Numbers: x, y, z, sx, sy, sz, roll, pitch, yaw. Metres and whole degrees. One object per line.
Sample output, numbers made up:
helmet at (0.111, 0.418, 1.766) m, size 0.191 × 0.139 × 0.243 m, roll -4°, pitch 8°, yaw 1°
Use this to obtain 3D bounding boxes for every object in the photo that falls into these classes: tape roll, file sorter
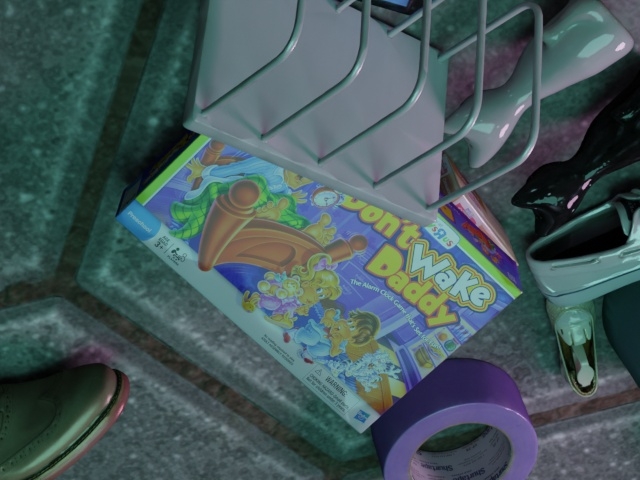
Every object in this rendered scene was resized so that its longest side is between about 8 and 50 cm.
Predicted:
tape roll at (0.159, 0.236, 2.002) m, size 0.189 × 0.080 × 0.189 m, roll -7°, pitch 130°, yaw -8°
file sorter at (0.045, -0.169, 1.536) m, size 0.277 × 0.193 × 0.173 m, roll 21°, pitch 149°, yaw -28°

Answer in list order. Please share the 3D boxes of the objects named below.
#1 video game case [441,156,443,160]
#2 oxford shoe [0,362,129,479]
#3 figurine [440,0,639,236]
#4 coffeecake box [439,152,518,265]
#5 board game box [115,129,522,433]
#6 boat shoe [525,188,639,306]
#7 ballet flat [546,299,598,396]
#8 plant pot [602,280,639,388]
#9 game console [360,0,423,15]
video game case at (0.060, -0.087, 1.763) m, size 0.122 × 0.011 × 0.087 m, roll -27°, pitch 130°, yaw 8°
oxford shoe at (-0.377, 0.211, 1.831) m, size 0.348 × 0.123 × 0.130 m, roll -27°, pitch 124°, yaw 7°
figurine at (0.248, -0.124, 1.707) m, size 0.209 × 0.092 × 0.215 m, roll -42°, pitch 125°, yaw 10°
coffeecake box at (0.097, 0.012, 1.807) m, size 0.185 × 0.068 × 0.142 m, roll -30°, pitch 133°, yaw 13°
board game box at (0.000, 0.000, 1.698) m, size 0.347 × 0.078 × 0.233 m, roll 42°, pitch 107°, yaw -15°
boat shoe at (0.349, -0.012, 1.836) m, size 0.258 × 0.095 × 0.084 m, roll -29°, pitch 133°, yaw 9°
ballet flat at (0.302, 0.116, 1.955) m, size 0.057 × 0.052 × 0.168 m, roll -18°, pitch 130°, yaw 2°
plant pot at (0.496, 0.128, 1.892) m, size 0.293 × 0.235 × 0.293 m, roll -7°, pitch 129°, yaw -8°
game console at (0.074, -0.256, 1.591) m, size 0.122 × 0.071 × 0.107 m, roll 13°, pitch 124°, yaw -22°
